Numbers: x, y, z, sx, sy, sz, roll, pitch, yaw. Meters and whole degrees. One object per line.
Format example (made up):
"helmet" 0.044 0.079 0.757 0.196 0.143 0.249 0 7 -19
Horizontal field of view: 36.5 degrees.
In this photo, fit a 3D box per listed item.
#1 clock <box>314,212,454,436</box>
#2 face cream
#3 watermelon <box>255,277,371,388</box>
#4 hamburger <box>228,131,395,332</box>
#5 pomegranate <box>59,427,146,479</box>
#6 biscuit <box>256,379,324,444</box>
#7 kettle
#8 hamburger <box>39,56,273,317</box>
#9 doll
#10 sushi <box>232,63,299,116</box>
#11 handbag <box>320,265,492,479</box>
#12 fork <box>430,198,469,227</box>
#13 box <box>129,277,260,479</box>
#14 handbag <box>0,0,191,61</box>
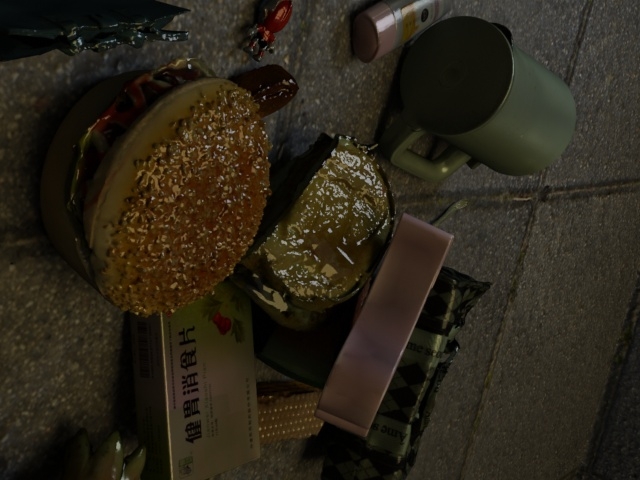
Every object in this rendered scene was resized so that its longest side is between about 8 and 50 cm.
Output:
"clock" 0.095 0.108 1.349 0.275 0.080 0.290 -49 160 -69
"face cream" 0.125 -0.341 1.483 0.198 0.057 0.084 -39 140 -39
"watermelon" 0.013 0.098 1.494 0.193 0.140 0.256 97 18 -79
"hamburger" 0.000 0.000 1.356 0.211 0.132 0.309 52 53 -23
"pomegranate" -0.327 0.387 1.124 0.309 0.216 0.358 70 21 -46
"biscuit" -0.103 0.272 1.503 0.379 0.054 0.094 5 103 -56
"kettle" 0.263 -0.228 1.653 0.318 0.265 0.205 12 68 -59
"hamburger" -0.173 -0.054 1.105 0.302 0.170 0.302 -33 135 -42
"doll" -0.062 -0.287 1.260 0.057 0.039 0.114 28 93 -30
"sushi" -0.082 -0.196 1.269 0.120 0.055 0.052 -32 145 -28
"handbag" 0.161 0.244 1.782 0.317 0.180 0.416 8 101 -69
"fork" 0.223 -0.029 1.832 0.219 0.028 0.034 -32 129 -43
"box" -0.163 0.182 1.289 0.175 0.062 0.260 -8 97 -54
"handbag" -0.247 -0.210 0.933 0.221 0.144 0.057 -20 126 -50
